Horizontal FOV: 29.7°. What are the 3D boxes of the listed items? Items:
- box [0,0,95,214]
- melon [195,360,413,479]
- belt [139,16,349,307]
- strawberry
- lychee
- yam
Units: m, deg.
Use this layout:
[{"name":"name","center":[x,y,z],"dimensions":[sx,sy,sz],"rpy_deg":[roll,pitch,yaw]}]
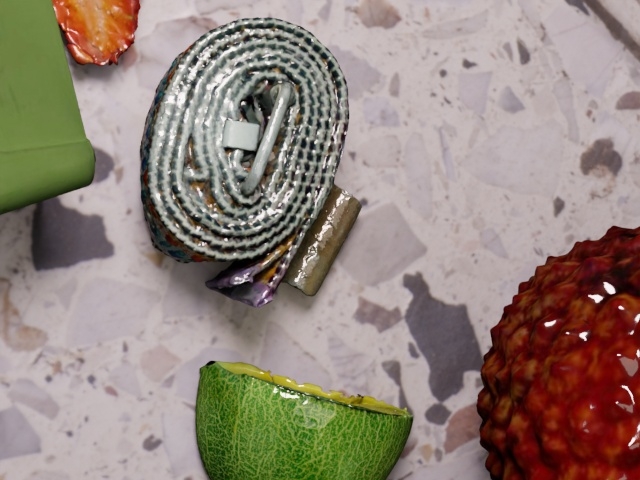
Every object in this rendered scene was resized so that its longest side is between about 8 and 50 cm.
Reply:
[{"name":"box","center":[-0.351,-0.170,1.179],"dimensions":[0.178,0.253,0.328],"rpy_deg":[-18,98,-26]},{"name":"melon","center":[-0.016,0.248,1.359],"dimensions":[0.265,0.129,0.169],"rpy_deg":[16,89,-19]},{"name":"belt","center":[-0.090,-0.096,1.305],"dimensions":[0.207,0.160,0.295],"rpy_deg":[26,83,-17]},{"name":"strawberry","center":[-0.253,-0.281,1.298],"dimensions":[0.121,0.082,0.188],"rpy_deg":[-10,104,2]},{"name":"lychee","center":[0.366,0.200,1.344],"dimensions":[0.425,0.424,0.500],"rpy_deg":[23,128,-17]},{"name":"yam","center":[0.000,0.000,1.396],"dimensions":[0.054,0.054,0.132],"rpy_deg":[31,81,-16]}]
